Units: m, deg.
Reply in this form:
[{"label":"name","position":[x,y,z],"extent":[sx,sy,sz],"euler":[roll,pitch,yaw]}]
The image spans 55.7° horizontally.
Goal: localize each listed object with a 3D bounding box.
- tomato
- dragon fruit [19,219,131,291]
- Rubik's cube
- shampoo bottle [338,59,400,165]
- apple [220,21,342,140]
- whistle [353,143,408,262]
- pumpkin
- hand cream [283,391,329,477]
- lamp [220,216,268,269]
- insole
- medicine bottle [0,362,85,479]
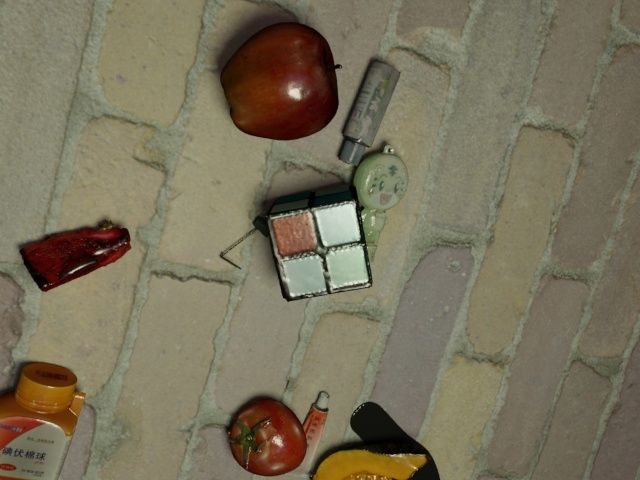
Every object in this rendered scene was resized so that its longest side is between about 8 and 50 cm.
[{"label":"tomato","position":[-0.104,0.422,1.289],"extent":[0.167,0.167,0.168],"euler":[-4,102,-17]},{"label":"dragon fruit","position":[-0.447,0.017,1.115],"extent":[0.192,0.122,0.093],"euler":[-24,92,-9]},{"label":"Rubik's cube","position":[0.000,0.000,1.198],"extent":[0.183,0.167,0.180],"euler":[-9,105,3]},{"label":"shampoo bottle","position":[0.096,-0.259,1.252],"extent":[0.072,0.072,0.214],"euler":[21,94,-20]},{"label":"apple","position":[-0.069,-0.287,1.112],"extent":[0.233,0.234,0.234],"euler":[-4,102,-17]},{"label":"whistle","position":[0.118,-0.079,1.298],"extent":[0.126,0.067,0.258],"euler":[2,106,-32]},{"label":"pumpkin","position":[0.097,0.513,1.397],"extent":[0.163,0.111,0.278],"euler":[44,100,-4]},{"label":"hand cream","position":[-0.025,0.446,1.378],"extent":[0.052,0.038,0.216],"euler":[19,99,7]},{"label":"lamp","position":[-0.150,0.001,1.247],"extent":[0.054,0.041,0.121],"euler":[38,86,-12]},{"label":"insole","position":[0.189,0.519,1.471],"extent":[0.119,0.009,0.348],"euler":[-42,110,-7]},{"label":"medicine bottle","position":[-0.547,0.356,1.149],"extent":[0.149,0.112,0.222],"euler":[18,95,-20]}]
